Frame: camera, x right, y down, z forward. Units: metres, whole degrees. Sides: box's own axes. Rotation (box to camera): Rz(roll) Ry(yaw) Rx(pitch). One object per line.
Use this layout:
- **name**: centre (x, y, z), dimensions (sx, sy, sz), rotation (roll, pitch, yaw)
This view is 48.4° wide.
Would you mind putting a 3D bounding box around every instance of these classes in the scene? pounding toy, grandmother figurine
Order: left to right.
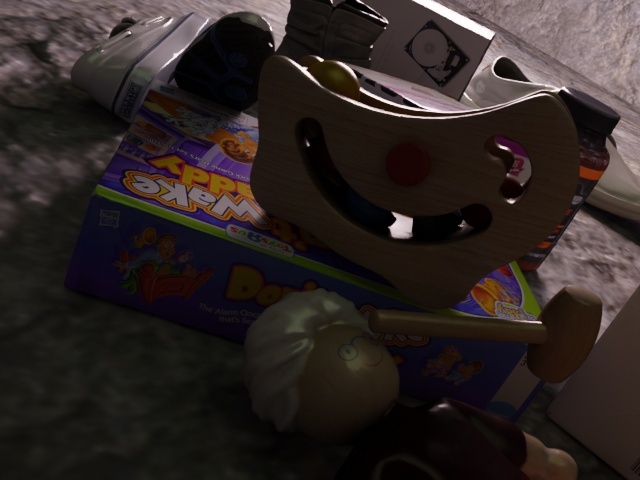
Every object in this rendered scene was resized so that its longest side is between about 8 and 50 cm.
- **pounding toy**: centre (0.072, -0.036, 0.444), dimensions (0.270, 0.154, 0.155), rotation (31, 21, 10)
- **grandmother figurine**: centre (0.090, 0.151, 0.382), dimensions (0.342, 0.104, 0.208), rotation (40, 21, 21)

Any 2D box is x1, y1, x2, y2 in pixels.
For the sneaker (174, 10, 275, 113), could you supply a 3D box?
- **sneaker**: centre (-0.090, -0.163, 0.665), dimensions (0.080, 0.211, 0.081), rotation (22, 72, -16)

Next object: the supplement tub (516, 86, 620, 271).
- **supplement tub**: centre (0.248, -0.069, 0.799), dimensions (0.106, 0.197, 0.106), rotation (20, 27, -11)

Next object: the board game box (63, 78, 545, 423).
- **board game box**: centre (0.000, 0.000, 0.590), dimensions (0.347, 0.078, 0.233), rotation (20, 27, -13)

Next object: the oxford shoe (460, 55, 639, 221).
- **oxford shoe**: centre (0.421, -0.185, 1.238), dimensions (0.169, 0.130, 0.449), rotation (0, 38, -45)

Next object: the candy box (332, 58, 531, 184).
- **candy box**: centre (0.112, -0.127, 0.795), dimensions (0.159, 0.071, 0.233), rotation (11, 20, -25)

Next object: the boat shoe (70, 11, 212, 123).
- **boat shoe**: centre (-0.188, -0.211, 0.781), dimensions (0.084, 0.095, 0.258), rotation (28, 25, -7)

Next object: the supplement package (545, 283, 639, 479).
- **supplement package**: centre (0.364, 0.099, 0.600), dimensions (0.199, 0.198, 0.263), rotation (39, 30, 25)

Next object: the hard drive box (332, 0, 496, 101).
- **hard drive box**: centre (0.115, -0.278, 1.075), dimensions (0.232, 0.181, 0.089), rotation (29, 28, 6)

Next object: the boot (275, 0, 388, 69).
- **boot**: centre (0.050, -0.217, 0.927), dimensions (0.247, 0.161, 0.083), rotation (25, 27, -2)
